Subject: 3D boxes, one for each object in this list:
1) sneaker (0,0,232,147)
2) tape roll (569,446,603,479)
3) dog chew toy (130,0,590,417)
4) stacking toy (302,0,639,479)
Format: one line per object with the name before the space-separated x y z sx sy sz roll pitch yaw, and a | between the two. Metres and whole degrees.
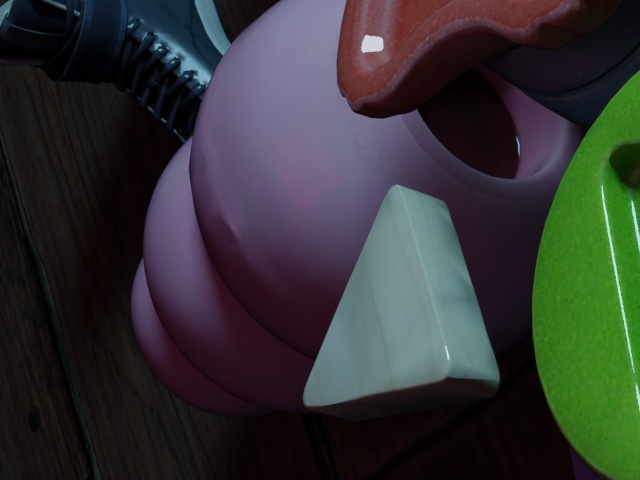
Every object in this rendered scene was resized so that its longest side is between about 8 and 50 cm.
sneaker | -0.125 -0.107 0.971 0.086 0.163 0.226 -54 52 33
tape roll | 0.201 0.077 0.630 0.189 0.080 0.189 -3 86 51
dog chew toy | 0.000 0.000 0.798 0.332 0.207 0.206 -42 58 52
stacking toy | 0.134 -0.051 0.470 0.309 0.130 0.279 -3 72 59
